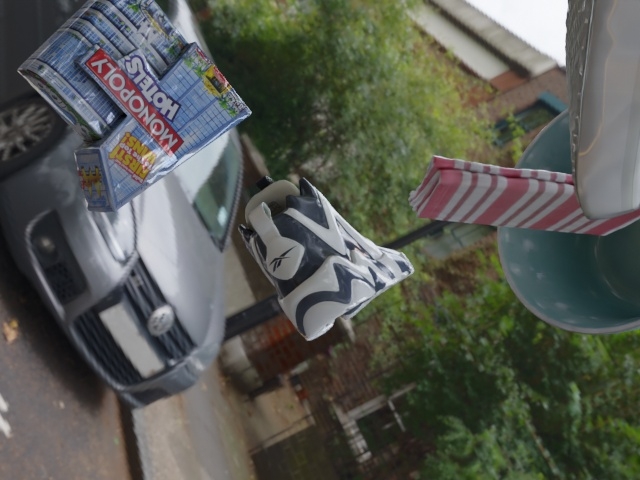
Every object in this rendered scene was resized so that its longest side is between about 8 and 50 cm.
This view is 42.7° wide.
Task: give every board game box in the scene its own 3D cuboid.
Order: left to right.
[{"bbox_3d":[-0.195,-0.133,0.830,0.060,0.194,0.194,3,-39,49],"label":"board game box"}]

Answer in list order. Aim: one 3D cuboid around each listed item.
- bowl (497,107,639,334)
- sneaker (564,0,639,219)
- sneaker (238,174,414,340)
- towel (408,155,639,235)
[{"bbox_3d":[0.393,-0.019,1.014,0.163,0.311,0.311,22,28,-39],"label":"bowl"},{"bbox_3d":[0.204,-0.117,0.406,0.366,0.150,0.135,65,29,-62],"label":"sneaker"},{"bbox_3d":[0.000,0.000,0.786,0.153,0.094,0.235,55,25,7],"label":"sneaker"},{"bbox_3d":[0.181,-0.038,0.701,0.144,0.197,0.029,100,-4,-80],"label":"towel"}]
